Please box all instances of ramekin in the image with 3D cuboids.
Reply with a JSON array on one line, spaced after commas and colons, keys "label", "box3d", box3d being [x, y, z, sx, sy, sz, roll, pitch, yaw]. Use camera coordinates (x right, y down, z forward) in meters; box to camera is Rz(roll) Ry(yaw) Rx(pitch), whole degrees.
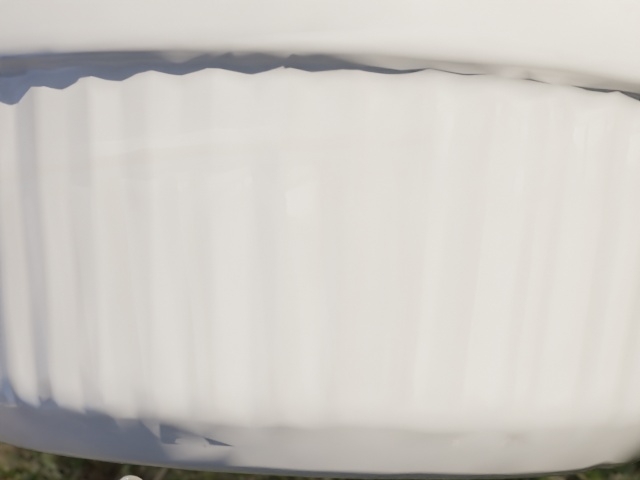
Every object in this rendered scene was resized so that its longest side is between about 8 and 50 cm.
[{"label": "ramekin", "box3d": [0.000, 0.000, 0.469, 0.273, 0.273, 0.127, 178, 94, -67]}]

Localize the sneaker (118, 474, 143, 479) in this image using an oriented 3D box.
[{"label": "sneaker", "box3d": [-0.158, 0.242, 1.113, 0.065, 0.061, 0.158, -56, 27, 34]}]
